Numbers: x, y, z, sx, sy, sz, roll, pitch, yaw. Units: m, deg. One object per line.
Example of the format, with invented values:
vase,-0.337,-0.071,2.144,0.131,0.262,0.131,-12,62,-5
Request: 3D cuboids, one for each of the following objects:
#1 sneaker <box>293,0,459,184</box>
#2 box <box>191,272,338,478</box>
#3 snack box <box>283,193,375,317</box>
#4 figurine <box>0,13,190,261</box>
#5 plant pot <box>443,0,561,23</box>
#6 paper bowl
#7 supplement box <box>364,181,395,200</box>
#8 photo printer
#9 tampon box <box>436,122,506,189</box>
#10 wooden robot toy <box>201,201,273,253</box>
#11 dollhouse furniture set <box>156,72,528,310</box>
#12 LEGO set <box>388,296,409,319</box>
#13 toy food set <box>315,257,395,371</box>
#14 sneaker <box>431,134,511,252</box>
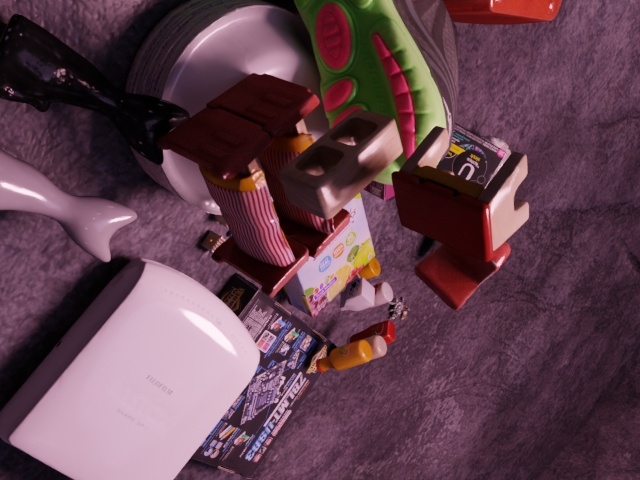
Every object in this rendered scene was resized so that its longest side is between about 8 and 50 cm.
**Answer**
sneaker,0.071,-0.306,0.924,0.202,0.185,0.483,-4,87,-65
box,-0.133,0.244,1.229,0.295,0.073,0.293,-55,142,-6
snack box,0.000,0.000,1.207,0.174,0.070,0.207,-45,139,-25
figurine,-0.278,-0.098,0.780,0.209,0.092,0.215,26,96,-28
plant pot,0.227,-0.440,1.037,0.267,0.235,0.267,-11,122,-43
paper bowl,-0.099,-0.167,0.939,0.284,0.148,0.284,-27,133,-33
supplement box,0.096,-0.113,1.230,0.043,0.083,0.055,-28,133,-32
photo printer,-0.248,0.195,1.000,0.256,0.107,0.307,44,79,-29
tampon box,0.247,-0.120,1.325,0.161,0.120,0.101,-60,176,6
wooden robot toy,-0.098,-0.039,1.076,0.173,0.079,0.076,-44,139,-18
dollhouse furniture set,0.020,-0.022,0.752,0.152,0.374,0.201,-43,137,-24
LEGO set,0.171,0.149,1.529,0.083,0.023,0.054,9,107,-49
toy food set,0.065,0.148,1.322,0.111,0.104,0.232,42,38,-35
sneaker,0.269,-0.085,1.442,0.122,0.110,0.283,12,103,-31
